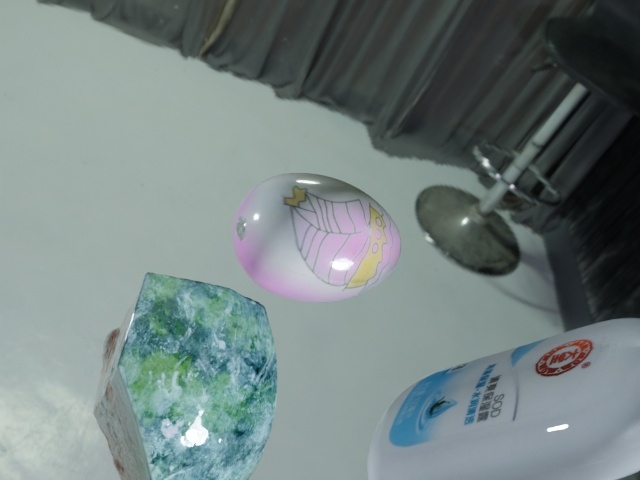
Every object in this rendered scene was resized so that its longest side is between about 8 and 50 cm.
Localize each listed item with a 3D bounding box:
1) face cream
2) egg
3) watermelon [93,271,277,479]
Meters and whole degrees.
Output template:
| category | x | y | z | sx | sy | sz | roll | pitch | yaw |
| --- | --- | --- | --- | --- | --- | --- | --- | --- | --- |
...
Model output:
| category | x | y | z | sx | sy | sz | roll | pitch | yaw |
| --- | --- | --- | --- | --- | --- | --- | --- | --- | --- |
| face cream | 0.194 | 0.123 | 0.612 | 0.080 | 0.337 | 0.163 | 58 | 38 | -9 |
| egg | 0.000 | 0.000 | 1.212 | 0.271 | 0.196 | 0.196 | 16 | 42 | -21 |
| watermelon | -0.211 | 0.198 | 1.112 | 0.258 | 0.387 | 0.228 | 20 | 29 | 41 |
